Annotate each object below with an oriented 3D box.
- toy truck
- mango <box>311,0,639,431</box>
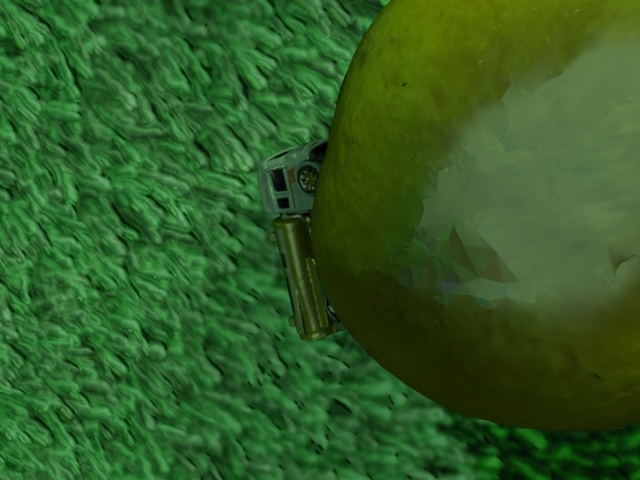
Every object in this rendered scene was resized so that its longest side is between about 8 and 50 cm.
[{"bbox_3d":[0.000,0.000,0.889,0.063,0.052,0.123,-5,104,37],"label":"toy truck"},{"bbox_3d":[0.153,-0.051,0.708,0.365,0.182,0.253,-32,87,34],"label":"mango"}]
